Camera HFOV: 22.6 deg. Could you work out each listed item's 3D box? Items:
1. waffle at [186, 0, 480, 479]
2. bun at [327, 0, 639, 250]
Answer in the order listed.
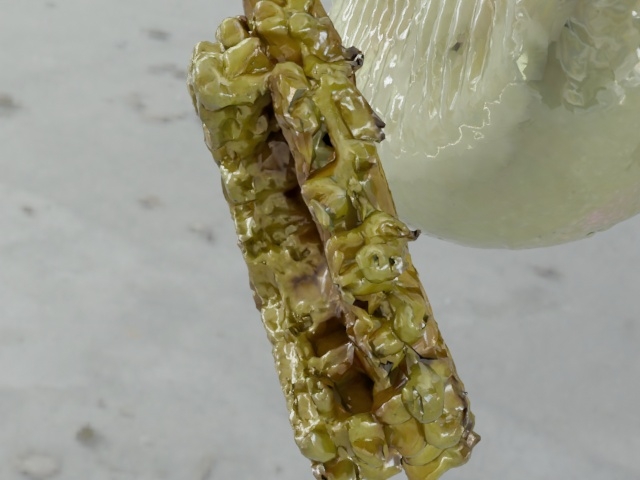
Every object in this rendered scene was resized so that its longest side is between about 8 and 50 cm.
[{"bbox_3d":[0.000,0.000,0.609,0.070,0.197,0.193,-18,67,0],"label":"waffle"},{"bbox_3d":[0.160,-0.163,1.030,0.213,0.361,0.361,22,18,-26],"label":"bun"}]
